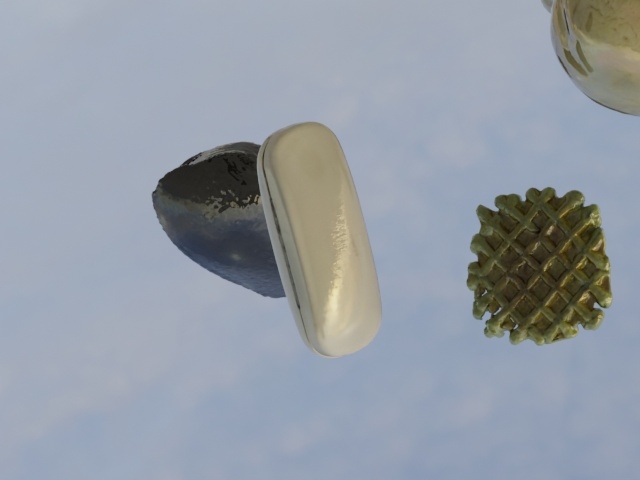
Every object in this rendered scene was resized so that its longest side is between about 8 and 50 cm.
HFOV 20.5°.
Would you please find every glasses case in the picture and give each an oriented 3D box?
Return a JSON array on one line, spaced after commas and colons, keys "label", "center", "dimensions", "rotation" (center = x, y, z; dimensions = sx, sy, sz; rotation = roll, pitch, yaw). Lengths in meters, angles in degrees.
[{"label": "glasses case", "center": [0.000, 0.000, 1.504], "dimensions": [0.081, 0.204, 0.051], "rotation": [-20, -168, -36]}]

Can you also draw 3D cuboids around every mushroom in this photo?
[{"label": "mushroom", "center": [0.241, -0.155, 1.339], "dimensions": [0.148, 0.148, 0.112], "rotation": [13, -100, 36]}]

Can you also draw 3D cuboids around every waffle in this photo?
[{"label": "waffle", "center": [0.248, 0.029, 2.027], "dimensions": [0.169, 0.036, 0.183], "rotation": [-8, -103, 21]}]

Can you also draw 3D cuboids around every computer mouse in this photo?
[{"label": "computer mouse", "center": [-0.072, -0.009, 2.142], "dimensions": [0.168, 0.295, 0.087], "rotation": [-34, -139, 22]}]

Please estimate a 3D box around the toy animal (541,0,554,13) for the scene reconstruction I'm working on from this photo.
[{"label": "toy animal", "center": [0.378, -0.267, 1.998], "dimensions": [0.208, 0.154, 0.325], "rotation": [-22, -112, -15]}]
